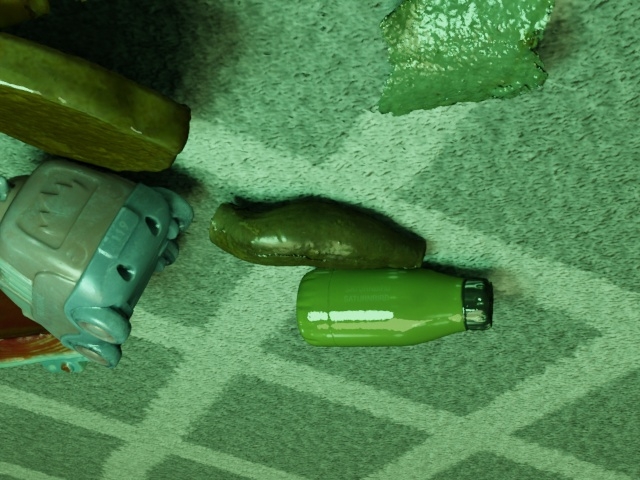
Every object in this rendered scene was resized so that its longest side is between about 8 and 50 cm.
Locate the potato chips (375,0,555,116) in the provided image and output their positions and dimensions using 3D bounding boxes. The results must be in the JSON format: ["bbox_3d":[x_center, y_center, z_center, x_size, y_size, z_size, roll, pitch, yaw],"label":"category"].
[{"bbox_3d":[0.140,-0.190,0.849,0.167,0.059,0.228,15,146,11],"label":"potato chips"}]

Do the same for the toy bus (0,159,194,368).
[{"bbox_3d":[-0.314,0.014,1.135,0.231,0.197,0.294,28,156,-6],"label":"toy bus"}]

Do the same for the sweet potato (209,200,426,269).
[{"bbox_3d":[0.001,-0.007,1.139,0.285,0.085,0.112,3,180,-7],"label":"sweet potato"}]

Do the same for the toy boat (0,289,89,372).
[{"bbox_3d":[-0.485,0.150,1.420,0.331,0.145,0.133,-4,136,15],"label":"toy boat"}]

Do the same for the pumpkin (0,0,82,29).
[{"bbox_3d":[-0.191,-0.287,0.759,0.248,0.126,0.131,-12,135,0],"label":"pumpkin"}]

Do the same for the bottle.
[{"bbox_3d":[0.103,0.089,1.205,0.260,0.112,0.112,-2,143,18],"label":"bottle"}]

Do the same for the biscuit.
[{"bbox_3d":[-0.293,-0.142,0.904,0.358,0.074,0.381,16,177,4],"label":"biscuit"}]
